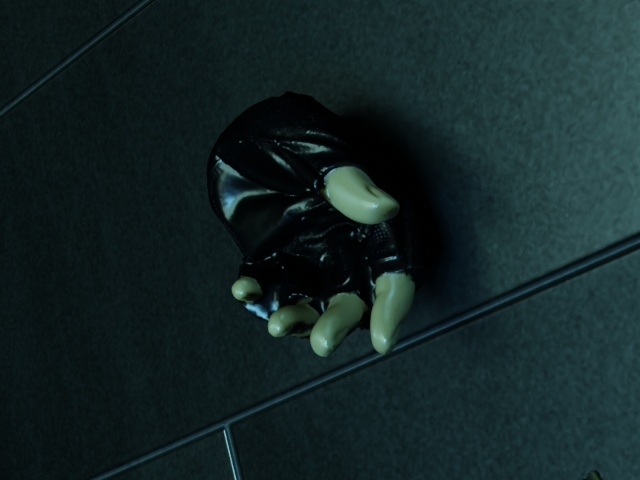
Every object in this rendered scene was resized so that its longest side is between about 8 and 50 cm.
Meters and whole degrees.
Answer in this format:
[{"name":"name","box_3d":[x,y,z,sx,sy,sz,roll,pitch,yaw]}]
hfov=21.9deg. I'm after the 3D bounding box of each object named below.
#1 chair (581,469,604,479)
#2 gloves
[{"name":"chair","box_3d":[0.212,0.273,0.766,0.170,0.160,0.325,-58,42,24]},{"name":"gloves","box_3d":[0.000,0.000,1.052,0.203,0.124,0.164,56,143,30]}]
